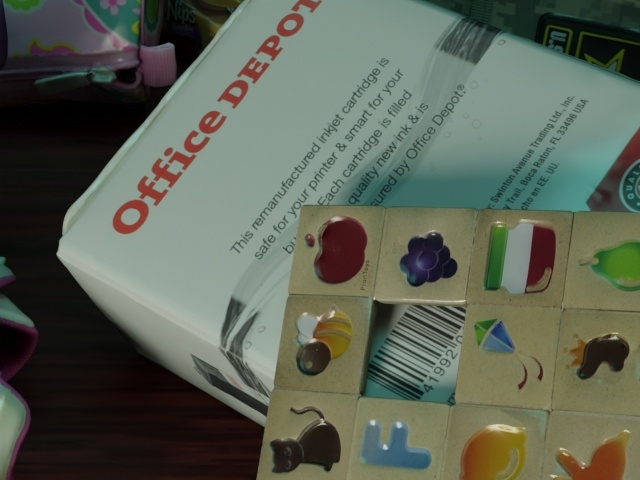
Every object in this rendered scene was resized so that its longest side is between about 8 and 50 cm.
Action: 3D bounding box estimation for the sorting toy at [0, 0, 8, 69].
[{"bbox_3d":[-0.273,-0.064,0.694,0.127,0.126,0.365,21,43,26],"label":"sorting toy"}]

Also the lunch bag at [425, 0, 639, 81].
[{"bbox_3d":[0.120,-0.134,0.894,0.169,0.235,0.287,-23,42,-37],"label":"lunch bag"}]

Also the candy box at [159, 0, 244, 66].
[{"bbox_3d":[-0.002,-0.155,1.074,0.186,0.053,0.109,-25,43,-29],"label":"candy box"}]

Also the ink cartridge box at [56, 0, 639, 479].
[{"bbox_3d":[0.048,0.008,0.744,0.273,0.114,0.197,27,70,30],"label":"ink cartridge box"}]

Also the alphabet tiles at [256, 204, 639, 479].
[{"bbox_3d":[0.063,0.102,0.610,0.198,0.009,0.237,2,74,26],"label":"alphabet tiles"}]

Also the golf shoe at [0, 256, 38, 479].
[{"bbox_3d":[-0.214,0.023,0.796,0.140,0.115,0.306,7,36,-19],"label":"golf shoe"}]

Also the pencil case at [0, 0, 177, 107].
[{"bbox_3d":[-0.232,-0.131,0.979,0.284,0.124,0.124,-3,36,-9],"label":"pencil case"}]
